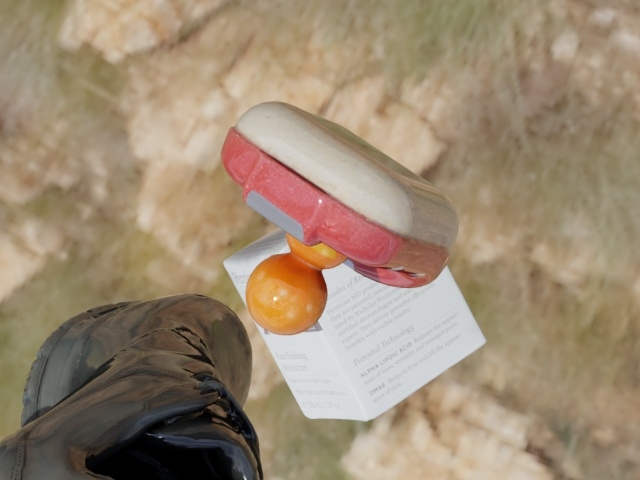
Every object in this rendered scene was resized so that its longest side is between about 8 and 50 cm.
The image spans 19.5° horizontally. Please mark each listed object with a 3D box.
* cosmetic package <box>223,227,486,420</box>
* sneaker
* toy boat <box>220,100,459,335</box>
[{"bbox_3d":[0.031,0.058,1.797,0.184,0.151,0.151,61,156,-8],"label":"cosmetic package"},{"bbox_3d":[-0.072,0.093,0.777,0.130,0.286,0.109,-17,104,23],"label":"sneaker"},{"bbox_3d":[0.000,0.000,1.335,0.151,0.151,0.231,35,-173,19],"label":"toy boat"}]
